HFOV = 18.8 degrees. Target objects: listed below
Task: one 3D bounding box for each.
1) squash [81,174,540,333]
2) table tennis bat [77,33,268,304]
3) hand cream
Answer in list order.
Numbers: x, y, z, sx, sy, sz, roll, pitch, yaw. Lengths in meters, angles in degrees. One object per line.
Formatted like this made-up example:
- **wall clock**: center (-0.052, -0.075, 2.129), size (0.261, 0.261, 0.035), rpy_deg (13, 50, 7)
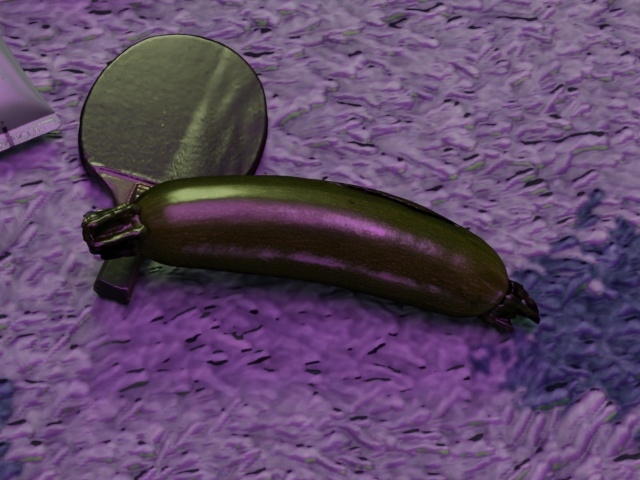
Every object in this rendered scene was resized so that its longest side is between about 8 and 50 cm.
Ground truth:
- **squash**: center (-0.001, -0.002, 1.297), size (0.318, 0.071, 0.080), rpy_deg (10, 34, -10)
- **table tennis bat**: center (-0.112, -0.054, 1.348), size (0.130, 0.019, 0.220), rpy_deg (17, 60, 2)
- **hand cream**: center (-0.260, -0.149, 1.365), size (0.078, 0.050, 0.205), rpy_deg (-23, 72, -20)
